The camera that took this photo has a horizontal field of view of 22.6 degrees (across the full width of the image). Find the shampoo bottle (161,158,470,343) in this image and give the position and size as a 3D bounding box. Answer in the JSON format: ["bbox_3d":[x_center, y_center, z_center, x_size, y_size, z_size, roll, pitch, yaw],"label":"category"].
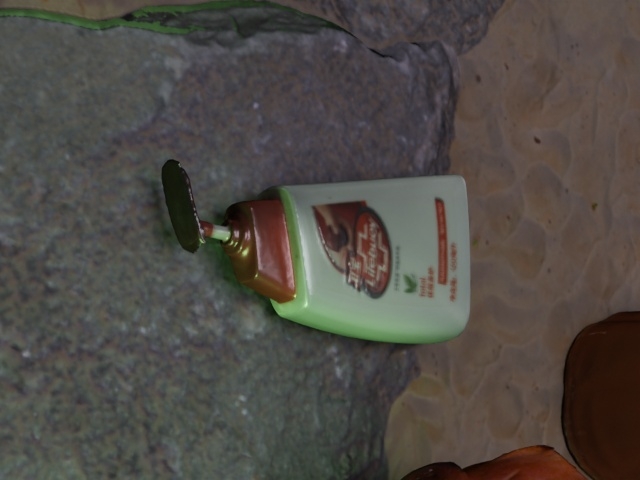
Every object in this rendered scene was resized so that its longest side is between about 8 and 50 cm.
[{"bbox_3d":[0.000,0.000,1.314,0.284,0.071,0.153,10,73,-36],"label":"shampoo bottle"}]

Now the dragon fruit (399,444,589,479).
[{"bbox_3d":[0.129,0.309,1.218,0.189,0.290,0.291,-22,93,-37],"label":"dragon fruit"}]

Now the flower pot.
[{"bbox_3d":[0.344,0.146,1.472,0.190,0.173,0.191,9,74,-32],"label":"flower pot"}]
